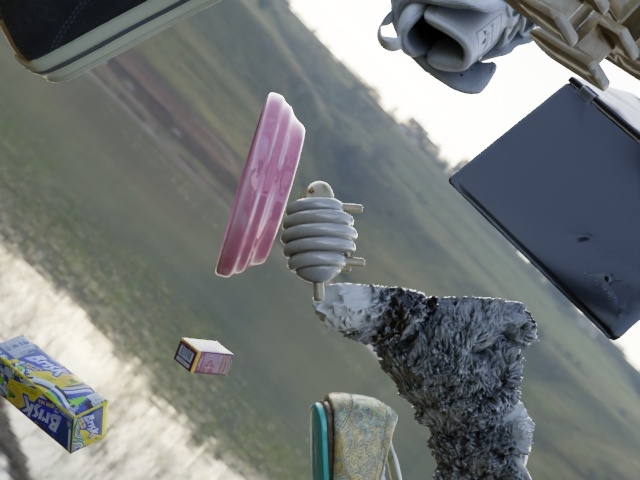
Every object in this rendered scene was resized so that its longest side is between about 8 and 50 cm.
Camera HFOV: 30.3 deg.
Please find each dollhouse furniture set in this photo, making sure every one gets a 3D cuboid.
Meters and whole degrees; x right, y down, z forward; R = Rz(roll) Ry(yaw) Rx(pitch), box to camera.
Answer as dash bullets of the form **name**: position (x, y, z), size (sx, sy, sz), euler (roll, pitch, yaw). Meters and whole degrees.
- **dollhouse furniture set**: position (0.284, -0.254, 1.114), size (0.242, 0.212, 0.161), euler (40, 5, -46)

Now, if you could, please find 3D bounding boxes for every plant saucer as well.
- **plant saucer**: position (-0.101, -0.089, 2.064), size (0.084, 0.332, 0.332), euler (16, 1, -5)

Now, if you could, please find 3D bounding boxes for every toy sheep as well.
- **toy sheep**: position (0.000, 0.000, 1.263), size (0.091, 0.091, 0.132), euler (49, 35, -69)

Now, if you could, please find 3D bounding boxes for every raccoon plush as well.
- **raccoon plush**: position (0.144, 0.237, 1.728), size (0.446, 0.299, 0.216), euler (8, -14, -34)

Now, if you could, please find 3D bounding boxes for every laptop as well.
- **laptop**: position (0.500, -0.062, 1.950), size (0.382, 0.236, 0.407), euler (48, 26, 26)

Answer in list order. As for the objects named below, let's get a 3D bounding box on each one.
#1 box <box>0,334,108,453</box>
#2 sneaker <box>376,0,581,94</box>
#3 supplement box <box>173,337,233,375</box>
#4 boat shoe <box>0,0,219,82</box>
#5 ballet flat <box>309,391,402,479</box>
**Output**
- **box**: position (-0.328, 0.182, 1.416), size (0.169, 0.059, 0.054), euler (31, 35, 33)
- **sneaker**: position (0.243, -0.260, 1.372), size (0.365, 0.210, 0.137), euler (8, -48, 10)
- **supplement box**: position (-0.200, 0.200, 2.031), size (0.083, 0.043, 0.055), euler (12, 14, -44)
- **boat shoe**: position (-0.094, -0.304, 0.971), size (0.156, 0.500, 0.187), euler (50, 28, -31)
- **ballet flat**: position (0.039, 0.349, 1.345), size (0.123, 0.349, 0.123), euler (3, -1, 0)
